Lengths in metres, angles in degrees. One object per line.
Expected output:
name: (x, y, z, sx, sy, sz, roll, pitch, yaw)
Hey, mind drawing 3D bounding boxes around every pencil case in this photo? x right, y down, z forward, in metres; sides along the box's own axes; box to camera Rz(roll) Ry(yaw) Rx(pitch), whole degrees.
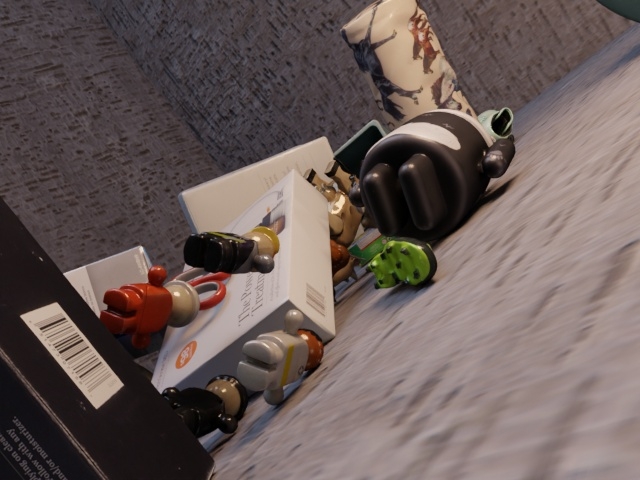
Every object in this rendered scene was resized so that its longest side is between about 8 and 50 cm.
pencil case: (0.198, -0.282, 1.225, 0.183, 0.410, 0.160, -34, 9, -28)

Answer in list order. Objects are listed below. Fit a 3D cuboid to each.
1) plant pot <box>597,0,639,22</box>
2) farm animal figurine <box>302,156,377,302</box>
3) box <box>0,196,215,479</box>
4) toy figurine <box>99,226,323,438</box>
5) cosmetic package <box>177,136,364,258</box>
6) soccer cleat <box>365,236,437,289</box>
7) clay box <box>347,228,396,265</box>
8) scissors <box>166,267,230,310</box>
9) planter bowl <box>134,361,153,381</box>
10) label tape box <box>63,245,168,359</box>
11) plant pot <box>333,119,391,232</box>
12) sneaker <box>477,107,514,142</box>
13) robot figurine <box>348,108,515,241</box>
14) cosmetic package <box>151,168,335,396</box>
plant pot: (0.667, -0.518, 1.205, 0.290, 0.195, 0.290, -39, 1, 1)
farm animal figurine: (0.000, 0.000, 1.250, 0.330, 0.172, 0.326, 9, 64, 56)
box: (-0.325, 0.181, 0.532, 0.312, 0.343, 0.179, -38, 2, 2)
toy figurine: (-0.115, 0.103, 0.731, 0.210, 0.213, 0.148, -35, -15, 19)
cosmetic package: (-0.137, -0.051, 1.737, 0.394, 0.327, 0.329, -24, 9, -12)
soccer cleat: (0.107, 0.021, 0.760, 0.072, 0.060, 0.179, -25, -3, -13)
clay box: (0.124, -0.002, 1.508, 0.127, 0.053, 0.222, -38, 1, 1)
scissors: (-0.268, 0.104, 0.944, 0.297, 0.021, 0.109, -21, 32, 1)
planter bowl: (-0.323, 0.304, 1.125, 0.162, 0.109, 0.162, -59, 11, 19)
label tape box: (-0.427, 0.157, 1.076, 0.348, 0.115, 0.249, -22, -20, -13)
plant pot: (0.185, -0.167, 1.920, 0.247, 0.247, 0.252, -38, -22, 23)
sneaker: (0.443, -0.283, 1.604, 0.151, 0.094, 0.256, -46, 4, 47)
robot figurine: (0.167, -0.099, 0.985, 0.278, 0.209, 0.173, -40, -27, -54)
cosmetic package: (-0.116, 0.081, 1.010, 0.284, 0.097, 0.377, -40, 24, 21)
